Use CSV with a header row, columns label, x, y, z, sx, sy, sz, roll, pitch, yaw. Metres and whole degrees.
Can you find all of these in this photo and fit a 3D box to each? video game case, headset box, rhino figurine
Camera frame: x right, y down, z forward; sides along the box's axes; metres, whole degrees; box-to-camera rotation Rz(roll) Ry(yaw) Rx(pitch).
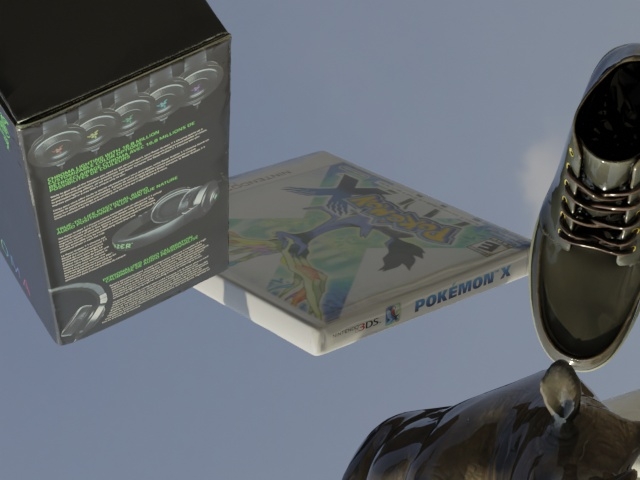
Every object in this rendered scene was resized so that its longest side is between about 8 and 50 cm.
label,x,y,z,sx,sy,sz,roll,pitch,yaw
video game case,0.000,0.000,1.629,0.300,0.329,0.036,-18,-59,-38
headset box,-0.166,-0.115,0.991,0.131,0.283,0.246,-26,-113,-17
rhino figurine,0.061,0.098,0.588,0.073,0.243,0.106,27,-110,-10

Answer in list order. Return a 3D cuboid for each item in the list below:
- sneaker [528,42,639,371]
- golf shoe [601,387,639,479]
label,x,y,z,sx,sy,sz,roll,pitch,yaw
sneaker,0.174,-0.017,1.043,0.118,0.083,0.222,-25,-55,-73
golf shoe,0.325,0.125,1.289,0.306,0.115,0.140,-2,-61,-27
